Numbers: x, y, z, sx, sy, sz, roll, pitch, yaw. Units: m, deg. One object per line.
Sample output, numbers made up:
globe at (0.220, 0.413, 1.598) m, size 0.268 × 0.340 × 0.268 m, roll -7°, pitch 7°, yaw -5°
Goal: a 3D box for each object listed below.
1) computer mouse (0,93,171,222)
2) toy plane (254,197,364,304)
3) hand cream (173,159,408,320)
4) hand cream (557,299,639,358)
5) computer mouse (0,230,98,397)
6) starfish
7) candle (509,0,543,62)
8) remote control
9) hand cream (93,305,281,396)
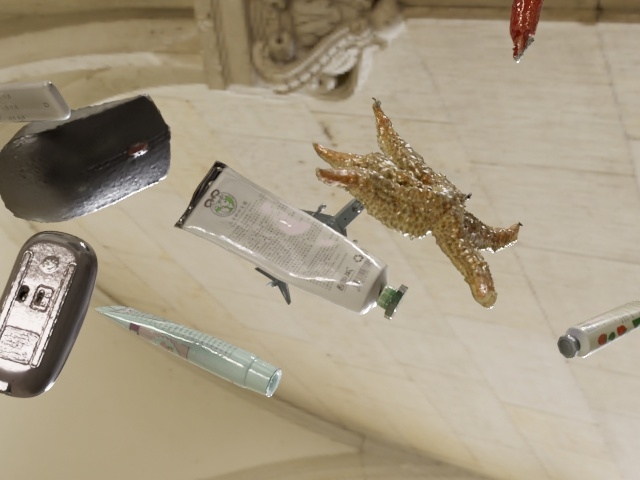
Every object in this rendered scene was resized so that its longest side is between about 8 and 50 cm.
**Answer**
computer mouse at (-0.375, -0.126, 1.581) m, size 0.295 × 0.087 × 0.168 m, roll -21°, pitch -60°, yaw -14°
toy plane at (-0.001, 0.001, 1.544) m, size 0.226 × 0.058 × 0.226 m, roll -42°, pitch -80°, yaw 1°
hand cream at (-0.036, 0.008, 1.356) m, size 0.121 × 0.336 × 0.076 m, roll -56°, pitch -13°, yaw -27°
hand cream at (0.556, 0.158, 1.853) m, size 0.276 × 0.095 × 0.059 m, roll -18°, pitch -77°, yaw -32°
computer mouse at (-0.382, 0.099, 1.327) m, size 0.057 × 0.120 × 0.232 m, roll 78°, pitch -154°, yaw -70°
starfish at (0.127, -0.064, 1.231) m, size 0.084 × 0.293 × 0.301 m, roll -55°, pitch -4°, yaw 30°
candle at (0.281, -0.314, 1.308) m, size 0.053 × 0.048 × 0.162 m, roll 16°, pitch -98°, yaw -39°
remote control at (-0.490, -0.204, 1.483) m, size 0.029 × 0.260 × 0.067 m, roll -62°, pitch -39°, yaw -37°
hand cream at (-0.217, 0.167, 1.620) m, size 0.058 × 0.331 × 0.085 m, roll -69°, pitch -18°, yaw 10°
